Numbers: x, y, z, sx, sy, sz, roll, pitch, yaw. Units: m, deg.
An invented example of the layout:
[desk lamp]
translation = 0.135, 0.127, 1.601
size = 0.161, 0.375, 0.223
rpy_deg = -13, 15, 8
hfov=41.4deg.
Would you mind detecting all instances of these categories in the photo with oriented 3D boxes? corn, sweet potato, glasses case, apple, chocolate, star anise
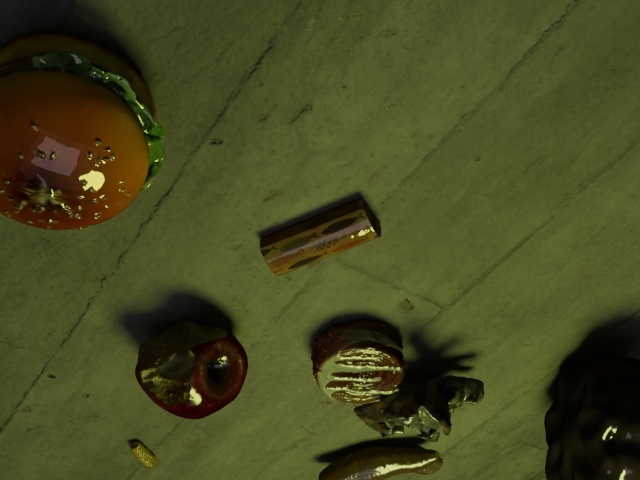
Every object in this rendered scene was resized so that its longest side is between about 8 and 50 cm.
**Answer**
[corn]
translation = -0.341, 0.417, 1.637
size = 0.027, 0.028, 0.083
rpy_deg = -22, 133, 7
[sweet potato]
translation = 0.112, 0.436, 1.654
size = 0.243, 0.077, 0.077
rpy_deg = -20, 133, 9
[glasses case]
translation = 0.000, 0.000, 1.234
size = 0.169, 0.041, 0.065
rpy_deg = -21, 132, 18
[apple]
translation = -0.207, 0.207, 1.355
size = 0.158, 0.156, 0.147
rpy_deg = 0, 143, 40
[chocolate]
translation = 0.197, 0.449, 1.697
size = 0.064, 0.031, 0.100
rpy_deg = -32, 129, 30
[star anise]
translation = 0.181, 0.294, 1.461
size = 0.198, 0.111, 0.257
rpy_deg = -5, 163, -31

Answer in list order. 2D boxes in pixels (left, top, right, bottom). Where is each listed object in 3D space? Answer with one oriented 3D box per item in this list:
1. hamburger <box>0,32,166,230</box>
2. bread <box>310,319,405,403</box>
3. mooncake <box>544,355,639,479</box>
[hamburger]
translation = -0.312, -0.116, 1.012
size = 0.246, 0.170, 0.246
rpy_deg = 0, 136, 0
[bread]
translation = 0.063, 0.206, 1.418
size = 0.160, 0.073, 0.161
rpy_deg = -2, 136, -2
[mooncake]
translation = 0.473, 0.334, 1.425
size = 0.141, 0.283, 0.283
rpy_deg = 10, 133, -11
